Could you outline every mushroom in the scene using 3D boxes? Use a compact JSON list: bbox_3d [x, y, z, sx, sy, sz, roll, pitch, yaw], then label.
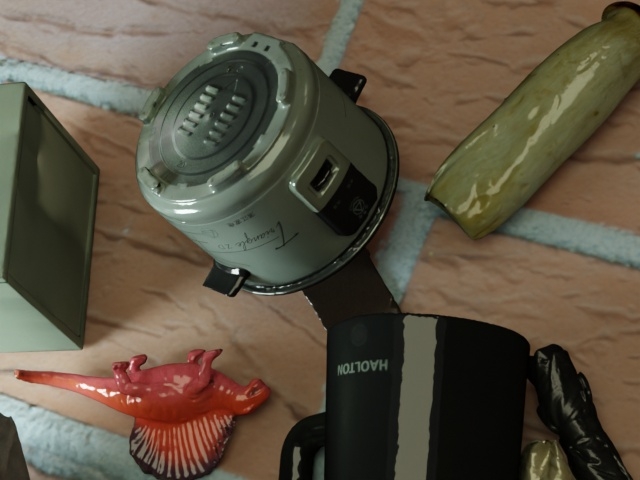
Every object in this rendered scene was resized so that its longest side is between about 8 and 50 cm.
[{"bbox_3d":[0.245,-0.132,1.909,0.312,0.081,0.100,-43,58,-3],"label":"mushroom"}]

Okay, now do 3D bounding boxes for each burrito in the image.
[{"bbox_3d":[0.221,0.330,1.722,0.059,0.082,0.275,0,70,3],"label":"burrito"}]

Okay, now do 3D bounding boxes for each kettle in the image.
[{"bbox_3d":[0.066,0.242,1.740,0.262,0.203,0.308,1,71,13],"label":"kettle"}]

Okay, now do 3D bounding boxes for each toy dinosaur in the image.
[{"bbox_3d":[-0.189,0.193,1.916,0.286,0.070,0.139,-6,89,15],"label":"toy dinosaur"}]

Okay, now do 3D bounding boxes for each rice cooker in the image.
[{"bbox_3d":[-0.051,-0.076,1.879,0.241,0.227,0.280,17,72,44],"label":"rice cooker"}]

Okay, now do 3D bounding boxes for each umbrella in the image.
[{"bbox_3d":[0.268,0.214,1.768,0.059,0.066,0.236,-24,67,-2],"label":"umbrella"}]

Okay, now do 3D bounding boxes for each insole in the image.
[{"bbox_3d":[0.000,0.000,1.961,0.111,0.007,0.328,-29,63,4],"label":"insole"}]

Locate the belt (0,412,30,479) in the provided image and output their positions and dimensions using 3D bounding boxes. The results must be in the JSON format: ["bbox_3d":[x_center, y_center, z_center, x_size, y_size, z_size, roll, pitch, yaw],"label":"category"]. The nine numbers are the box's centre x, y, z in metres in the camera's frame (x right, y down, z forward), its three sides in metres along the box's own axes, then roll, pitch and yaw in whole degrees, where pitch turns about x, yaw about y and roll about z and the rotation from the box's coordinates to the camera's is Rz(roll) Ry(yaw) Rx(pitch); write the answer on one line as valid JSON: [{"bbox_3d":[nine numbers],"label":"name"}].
[{"bbox_3d":[-0.410,0.371,1.758,0.173,0.300,0.437,6,67,15],"label":"belt"}]

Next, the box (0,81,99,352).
[{"bbox_3d":[-0.342,-0.018,1.941,0.117,0.225,0.225,-4,67,14],"label":"box"}]
